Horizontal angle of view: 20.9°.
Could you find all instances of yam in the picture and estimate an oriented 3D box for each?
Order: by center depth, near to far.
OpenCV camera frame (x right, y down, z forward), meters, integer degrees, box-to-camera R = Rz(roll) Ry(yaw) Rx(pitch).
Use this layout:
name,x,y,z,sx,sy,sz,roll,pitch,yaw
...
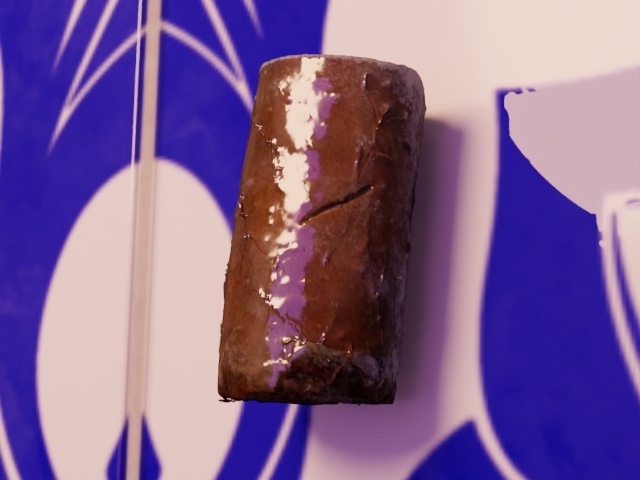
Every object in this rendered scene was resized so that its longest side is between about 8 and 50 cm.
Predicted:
name,x,y,z,sx,sy,sz,roll,pitch,yaw
yam,0.001,0.000,0.711,0.079,0.079,0.141,1,81,35
